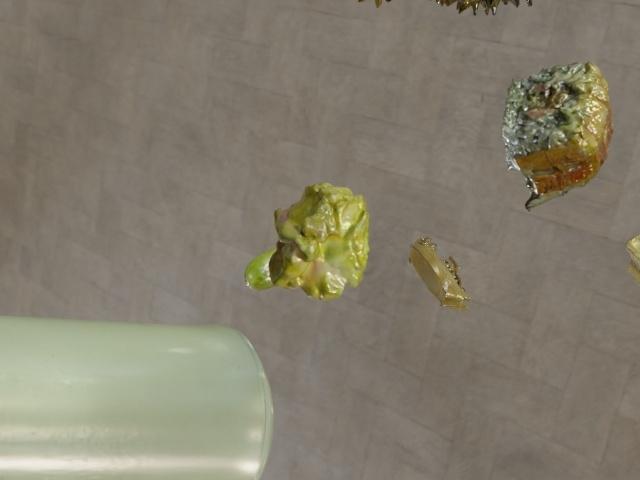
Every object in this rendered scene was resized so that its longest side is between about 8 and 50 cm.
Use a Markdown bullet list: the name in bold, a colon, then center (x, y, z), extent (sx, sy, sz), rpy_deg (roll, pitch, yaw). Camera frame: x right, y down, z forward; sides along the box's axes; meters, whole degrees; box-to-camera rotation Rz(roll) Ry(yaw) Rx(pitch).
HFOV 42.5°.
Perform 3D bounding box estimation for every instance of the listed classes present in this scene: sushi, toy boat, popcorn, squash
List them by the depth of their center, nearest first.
- **popcorn**: center (0.000, 0.000, 1.024), extent (0.126, 0.126, 0.145), rpy_deg (-107, 32, -51)
- **sushi**: center (0.410, -0.194, 1.447), extent (0.184, 0.274, 0.139), rpy_deg (1, 136, 27)
- **squash**: center (-0.058, 0.035, 1.575), extent (0.066, 0.201, 0.066), rpy_deg (47, 152, 34)
- **toy boat**: center (0.240, 0.065, 1.631), extent (0.206, 0.072, 0.065), rpy_deg (-119, 29, -47)

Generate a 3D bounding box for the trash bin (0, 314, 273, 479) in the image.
- **trash bin**: center (-0.271, 0.237, 1.092), extent (0.280, 0.431, 0.281), rpy_deg (-16, 69, 49)

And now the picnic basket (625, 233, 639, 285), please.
- **picnic basket**: center (0.658, 0.045, 1.253), extent (0.312, 0.228, 0.175), rpy_deg (-27, 108, 10)

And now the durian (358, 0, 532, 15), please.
- **durian**: center (0.116, -0.318, 0.724), extent (0.258, 0.293, 0.258), rpy_deg (11, 113, 28)
